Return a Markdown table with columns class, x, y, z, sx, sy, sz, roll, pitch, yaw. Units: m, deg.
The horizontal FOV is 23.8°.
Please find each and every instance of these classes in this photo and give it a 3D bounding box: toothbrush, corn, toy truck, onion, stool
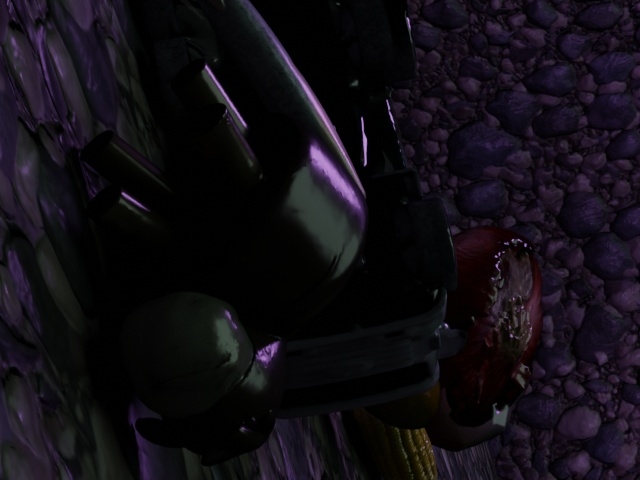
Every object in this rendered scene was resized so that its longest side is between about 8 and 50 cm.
| class | x | y | z | sx | sy | sz | roll | pitch | yaw |
| --- | --- | --- | --- | --- | --- | --- | --- | --- | --- |
| toothbrush | -0.083 | -0.174 | 0.870 | 0.375 | 0.028 | 0.037 | 55 | 13 | -2 |
| corn | 0.069 | 0.179 | 1.421 | 0.085 | 0.063 | 0.165 | 47 | -14 | 45 |
| toy truck | -0.008 | -0.060 | 1.007 | 0.178 | 0.176 | 0.363 | 78 | 0 | -54 |
| onion | 0.155 | 0.109 | 1.822 | 0.272 | 0.195 | 0.272 | -35 | 134 | -46 |
| stool | -0.055 | 0.009 | 0.735 | 0.121 | 0.125 | 0.217 | 48 | 40 | -31 |

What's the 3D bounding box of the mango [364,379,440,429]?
| class | x | y | z | sx | sy | sz | roll | pitch | yaw |
| --- | --- | --- | --- | --- | --- | --- | --- | --- | --- |
| mango | 0.027 | 0.034 | 1.254 | 0.133 | 0.111 | 0.267 | -167 | -122 | -80 |
